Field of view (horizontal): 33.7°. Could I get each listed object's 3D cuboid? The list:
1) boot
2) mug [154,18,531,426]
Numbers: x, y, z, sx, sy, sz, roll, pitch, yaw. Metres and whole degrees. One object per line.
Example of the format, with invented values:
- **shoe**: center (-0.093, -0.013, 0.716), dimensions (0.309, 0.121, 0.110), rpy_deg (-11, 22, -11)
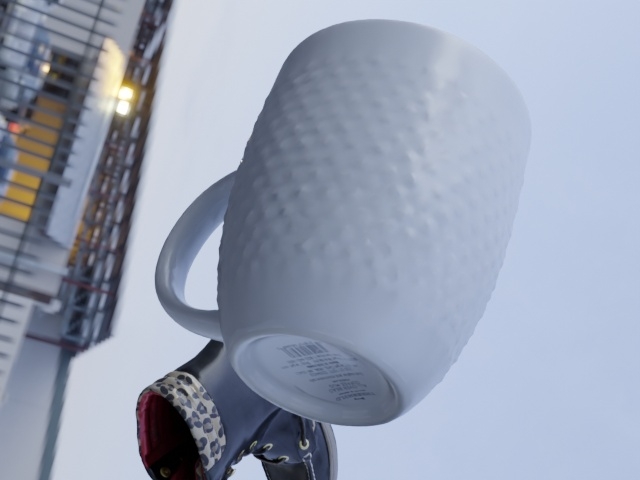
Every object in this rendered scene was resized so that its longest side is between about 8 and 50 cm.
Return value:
- **boot**: center (-0.112, 0.287, 1.502), dimensions (0.284, 0.138, 0.377), rpy_deg (-37, 125, -50)
- **mug**: center (0.000, 0.000, 1.047), dimensions (0.374, 0.276, 0.328), rpy_deg (-4, -130, 30)
